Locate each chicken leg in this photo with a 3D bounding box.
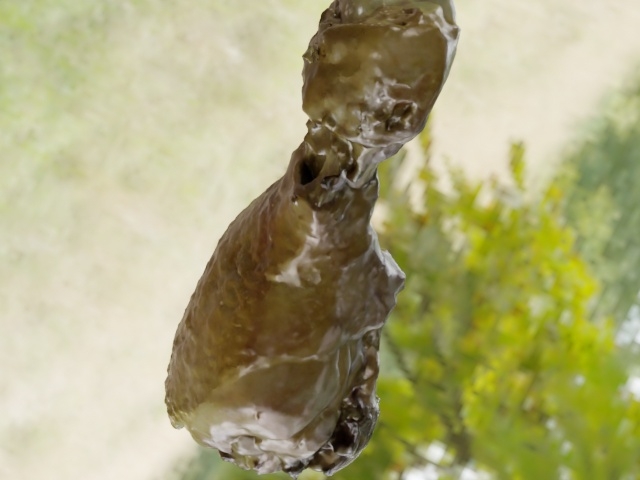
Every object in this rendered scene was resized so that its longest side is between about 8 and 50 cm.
[{"bbox_3d":[-0.003,0.000,0.715,0.251,0.087,0.107,108,-16,-46],"label":"chicken leg"}]
